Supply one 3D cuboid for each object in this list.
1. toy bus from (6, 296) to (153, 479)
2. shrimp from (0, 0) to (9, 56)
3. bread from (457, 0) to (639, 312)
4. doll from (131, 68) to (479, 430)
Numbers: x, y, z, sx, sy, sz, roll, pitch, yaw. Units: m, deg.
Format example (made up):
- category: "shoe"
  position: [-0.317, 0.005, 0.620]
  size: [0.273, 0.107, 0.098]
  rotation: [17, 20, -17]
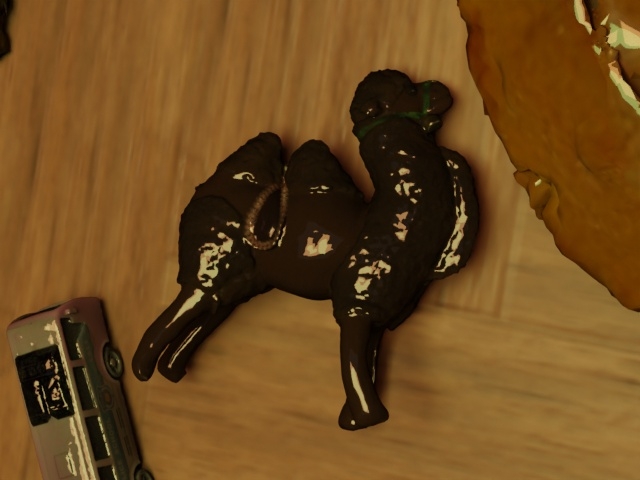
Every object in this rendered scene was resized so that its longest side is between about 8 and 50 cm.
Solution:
- category: "toy bus"
  position: [-0.112, 0.093, 0.890]
  size: [0.037, 0.052, 0.131]
  rotation: [-17, 84, 23]
- category: "shrimp"
  position: [-0.217, -0.179, 0.934]
  size: [0.148, 0.035, 0.195]
  rotation: [-1, 111, 36]
- category: "bread"
  position: [0.229, -0.124, 0.678]
  size: [0.337, 0.204, 0.358]
  rotation: [23, 102, 17]
- category: "doll"
  position: [0.000, 0.000, 0.846]
  size: [0.139, 0.057, 0.165]
  rotation: [15, 87, 23]
